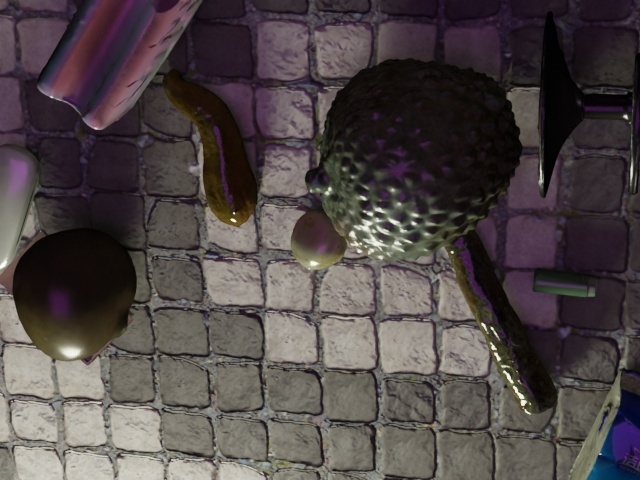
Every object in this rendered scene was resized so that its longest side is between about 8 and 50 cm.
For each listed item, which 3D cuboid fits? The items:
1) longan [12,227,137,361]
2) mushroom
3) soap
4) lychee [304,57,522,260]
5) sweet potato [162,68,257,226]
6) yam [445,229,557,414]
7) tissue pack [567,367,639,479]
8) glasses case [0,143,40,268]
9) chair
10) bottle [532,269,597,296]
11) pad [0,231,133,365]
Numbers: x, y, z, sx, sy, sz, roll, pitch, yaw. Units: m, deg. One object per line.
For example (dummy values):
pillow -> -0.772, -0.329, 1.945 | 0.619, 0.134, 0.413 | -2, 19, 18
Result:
longan -> -0.344, 0.073, 1.812 | 0.189, 0.189, 0.189 | 4, 111, 12
mushroom -> 0.000, 0.000, 1.758 | 0.083, 0.084, 0.067 | -35, 141, 22
soap -> -0.212, -0.312, 1.624 | 0.109, 0.193, 0.324 | 33, 113, -3
lychee -> 0.114, -0.101, 1.599 | 0.274, 0.255, 0.255 | -11, 110, -14
sweet potato -> -0.142, -0.126, 1.750 | 0.081, 0.062, 0.233 | -17, 102, 20
yam -> 0.240, 0.108, 1.748 | 0.061, 0.061, 0.274 | -23, 103, 20
tissue pack -> 0.482, 0.319, 1.726 | 0.269, 0.137, 0.209 | 23, 112, 5
glasses case -> -0.455, -0.047, 1.857 | 0.074, 0.049, 0.193 | 23, 114, 4
chair -> 0.459, -0.155, 1.509 | 0.400, 0.226, 0.227 | 2, 110, 11
bottle -> 0.324, 0.058, 1.724 | 0.083, 0.030, 0.030 | 6, 111, 10
pad -> -0.376, 0.086, 1.912 | 0.188, 0.006, 0.113 | 44, 111, -5
